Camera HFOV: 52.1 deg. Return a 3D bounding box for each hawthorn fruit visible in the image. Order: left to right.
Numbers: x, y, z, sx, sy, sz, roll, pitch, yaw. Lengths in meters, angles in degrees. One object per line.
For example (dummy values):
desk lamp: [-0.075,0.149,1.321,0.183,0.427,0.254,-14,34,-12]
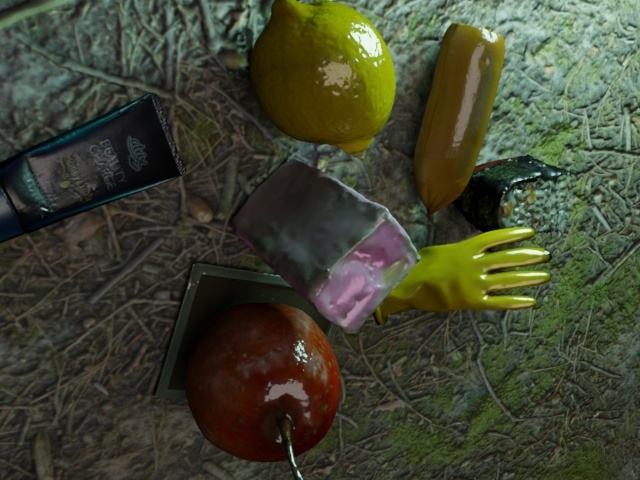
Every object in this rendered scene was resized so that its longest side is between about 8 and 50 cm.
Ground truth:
hawthorn fruit: [-0.071,0.202,0.964,0.231,0.262,0.235,-25,95,-44]

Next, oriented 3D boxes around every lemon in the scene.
lemon: [0.005,-0.217,0.878,0.187,0.187,0.244,-44,125,-8]

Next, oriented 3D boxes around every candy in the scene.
candy: [0.000,0.000,0.915,0.155,0.265,0.116,-45,128,-6]

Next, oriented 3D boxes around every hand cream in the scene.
hand cream: [-0.309,-0.087,0.833,0.270,0.061,0.120,-29,117,-26]

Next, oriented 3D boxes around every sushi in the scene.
sushi: [0.351,-0.077,1.174,0.225,0.126,0.136,-6,112,-30]

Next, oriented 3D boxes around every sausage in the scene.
sausage: [0.216,-0.183,1.066,0.112,0.112,0.329,0,112,-30]

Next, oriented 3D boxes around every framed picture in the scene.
framed picture: [-0.105,0.159,1.069,0.293,0.018,0.231,11,104,-33]

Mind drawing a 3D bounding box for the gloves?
gloves: [0.229,0.061,1.071,0.294,0.116,0.133,-10,78,12]
